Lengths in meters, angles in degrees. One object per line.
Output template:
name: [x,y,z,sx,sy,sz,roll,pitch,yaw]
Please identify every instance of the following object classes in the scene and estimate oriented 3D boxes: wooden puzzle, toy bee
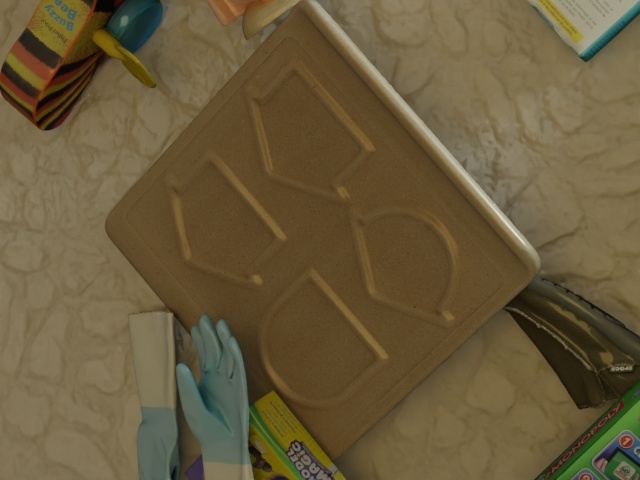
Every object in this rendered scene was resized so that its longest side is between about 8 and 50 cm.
wooden puzzle: [0.000,0.000,1.664,0.322,0.080,0.348,50,122,9]
toy bee: [-0.223,-0.244,1.705,0.195,0.162,0.298,19,95,16]

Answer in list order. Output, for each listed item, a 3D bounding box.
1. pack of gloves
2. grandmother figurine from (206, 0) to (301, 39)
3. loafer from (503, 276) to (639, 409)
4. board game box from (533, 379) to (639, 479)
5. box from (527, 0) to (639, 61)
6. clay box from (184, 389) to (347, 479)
pack of gloves: [-0.136,0.182,1.688,0.195,0.046,0.232,-4,90,52]
grandmother figurine: [-0.135,-0.344,1.631,0.104,0.208,0.342,-35,97,10]
loafer: [0.245,0.110,1.616,0.251,0.094,0.087,33,94,12]
board game box: [0.325,0.297,1.580,0.317,0.046,0.213,44,100,-5]
box: [0.293,-0.280,1.618,0.244,0.060,0.100,-42,81,11]
clay box: [-0.018,0.263,1.680,0.222,0.053,0.127,51,134,11]
